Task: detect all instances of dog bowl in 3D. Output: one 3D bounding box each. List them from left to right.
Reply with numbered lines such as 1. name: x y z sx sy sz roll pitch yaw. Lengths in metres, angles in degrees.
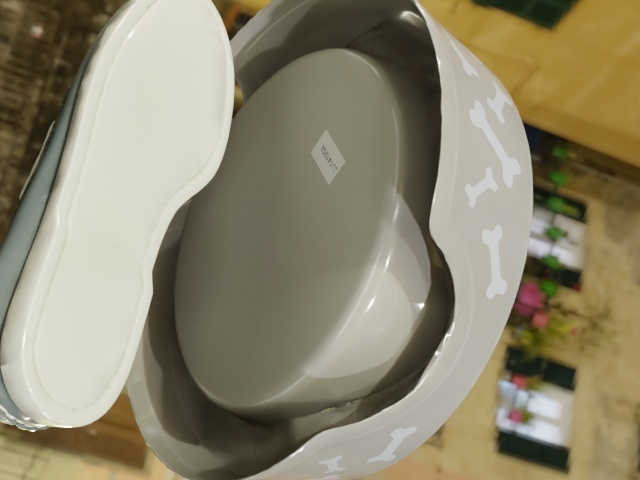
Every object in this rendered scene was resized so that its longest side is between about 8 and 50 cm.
1. dog bowl: 0.000 0.000 0.932 0.348 0.102 0.349 -29 -129 44

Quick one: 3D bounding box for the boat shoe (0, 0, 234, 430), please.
1. boat shoe: -0.141 -0.033 0.838 0.099 0.116 0.320 -10 -131 34
